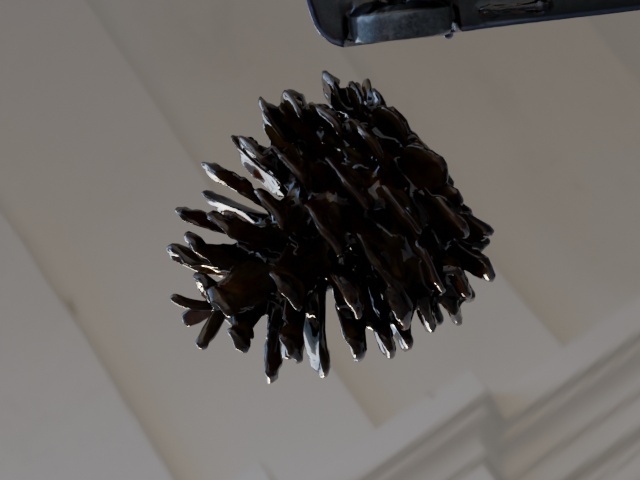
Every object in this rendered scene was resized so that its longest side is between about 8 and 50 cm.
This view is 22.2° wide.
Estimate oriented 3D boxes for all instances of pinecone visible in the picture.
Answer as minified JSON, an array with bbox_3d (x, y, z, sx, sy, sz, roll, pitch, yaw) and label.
[{"bbox_3d":[-0.004,0.001,0.881,0.165,0.163,0.163,-33,-50,-6],"label":"pinecone"}]

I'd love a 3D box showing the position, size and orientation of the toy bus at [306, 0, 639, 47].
[{"bbox_3d":[0.134,-0.176,0.839,0.292,0.133,0.126,-6,-83,7],"label":"toy bus"}]
